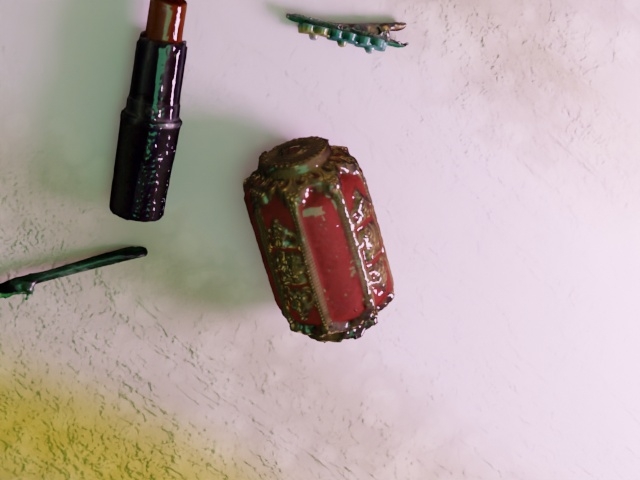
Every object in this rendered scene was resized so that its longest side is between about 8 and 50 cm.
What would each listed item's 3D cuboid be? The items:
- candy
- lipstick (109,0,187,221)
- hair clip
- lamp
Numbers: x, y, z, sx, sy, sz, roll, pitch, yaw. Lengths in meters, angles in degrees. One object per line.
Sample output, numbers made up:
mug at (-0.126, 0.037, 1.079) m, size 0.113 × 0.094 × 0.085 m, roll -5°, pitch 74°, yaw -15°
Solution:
candy at (-0.380, 0.056, 2.021) m, size 0.323 × 0.097 × 0.097 m, roll -16°, pitch 113°, yaw -18°
lipstick at (-0.216, -0.169, 1.976) m, size 0.081 × 0.081 × 0.300 m, roll 6°, pitch 109°, yaw -19°
hair clip at (0.038, -0.275, 2.033) m, size 0.173 × 0.049 × 0.049 m, roll 5°, pitch 108°, yaw -20°
lamp at (0.000, 0.000, 2.060) m, size 0.177 × 0.177 × 0.274 m, roll -20°, pitch 112°, yaw -9°
